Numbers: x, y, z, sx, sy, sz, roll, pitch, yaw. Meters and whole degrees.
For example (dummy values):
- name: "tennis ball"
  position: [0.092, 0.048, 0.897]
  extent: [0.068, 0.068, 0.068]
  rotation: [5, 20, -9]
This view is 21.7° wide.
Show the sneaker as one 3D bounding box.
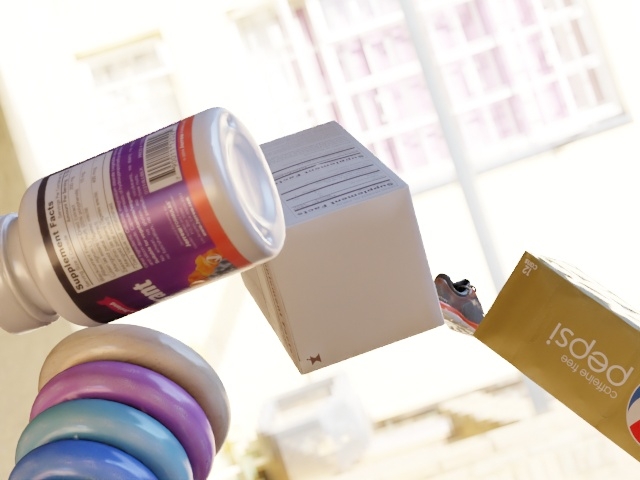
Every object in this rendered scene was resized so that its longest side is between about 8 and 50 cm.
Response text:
- name: "sneaker"
  position: [0.186, 0.084, 2.091]
  extent: [0.061, 0.065, 0.158]
  rotation: [15, -10, 36]

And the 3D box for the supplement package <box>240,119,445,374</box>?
- name: "supplement package"
  position: [0.000, 0.000, 1.481]
  extent: [0.134, 0.139, 0.244]
  rotation: [-19, 21, -8]

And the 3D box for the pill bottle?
- name: "pill bottle"
  position: [-0.130, -0.006, 1.100]
  extent: [0.193, 0.108, 0.108]
  rotation: [-21, -4, 16]

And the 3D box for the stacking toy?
- name: "stacking toy"
  position: [-0.159, 0.205, 1.070]
  extent: [0.141, 0.141, 0.330]
  rotation: [-20, 31, 26]

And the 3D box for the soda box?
- name: "soda box"
  position: [0.171, 0.077, 0.876]
  extent: [0.061, 0.181, 0.058]
  rotation: [15, -72, -55]
